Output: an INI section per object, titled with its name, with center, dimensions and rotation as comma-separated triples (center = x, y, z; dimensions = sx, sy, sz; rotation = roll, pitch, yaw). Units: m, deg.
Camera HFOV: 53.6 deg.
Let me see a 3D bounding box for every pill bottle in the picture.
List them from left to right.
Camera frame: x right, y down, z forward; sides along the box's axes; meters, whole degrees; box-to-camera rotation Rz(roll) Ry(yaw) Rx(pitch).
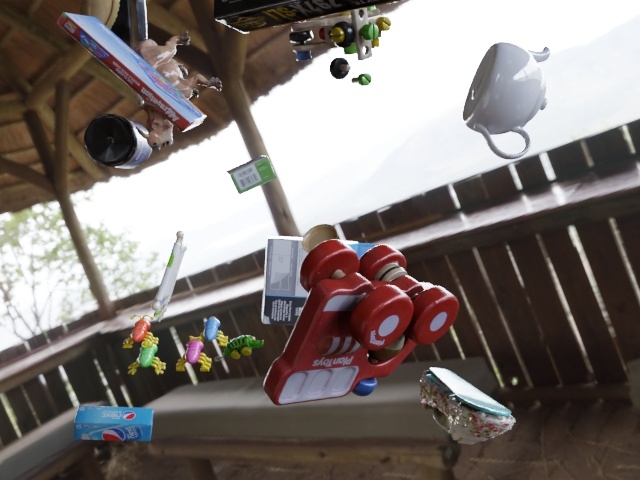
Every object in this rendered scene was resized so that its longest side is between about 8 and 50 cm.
[pill bottle]
center = -0.483, -0.238, 1.551
dimensions = 0.123, 0.122, 0.219
rotation = -22, 5, 1

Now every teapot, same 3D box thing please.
[teapot]
center = 0.491, -0.371, 1.633
dimensions = 0.187, 0.255, 0.252
rotation = 19, 29, -2

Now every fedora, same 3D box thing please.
[fedora]
center = -0.541, -0.594, 1.643
dimensions = 0.153, 0.333, 0.334
rotation = -6, -1, -18

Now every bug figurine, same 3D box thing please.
[bug figurine]
center = -0.388, 0.266, 1.677
dimensions = 0.279, 0.072, 0.216
rotation = -1, 27, -6

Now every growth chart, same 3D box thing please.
[growth chart]
center = -0.289, 0.074, 1.223
dimensions = 0.021, 0.171, 0.237
rotation = 19, -9, -8

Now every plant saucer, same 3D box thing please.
[plant saucer]
center = 0.000, 0.000, 1.387
dimensions = 0.084, 0.015, 0.083
rotation = -13, 48, 15

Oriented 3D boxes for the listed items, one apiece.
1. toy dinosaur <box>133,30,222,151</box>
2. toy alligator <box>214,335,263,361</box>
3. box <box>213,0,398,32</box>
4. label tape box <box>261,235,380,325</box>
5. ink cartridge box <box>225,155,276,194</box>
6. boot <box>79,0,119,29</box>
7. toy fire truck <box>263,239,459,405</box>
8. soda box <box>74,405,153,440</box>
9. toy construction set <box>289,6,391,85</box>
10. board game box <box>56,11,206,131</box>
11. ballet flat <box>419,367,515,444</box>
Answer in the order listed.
[toy dinosaur]
center = -0.367, -0.369, 1.439
dimensions = 0.200, 0.295, 0.127
rotation = -23, -14, -37
[toy alligator]
center = -0.251, 0.311, 1.849
dimensions = 0.190, 0.051, 0.056
rotation = -21, 27, 28
[box]
center = -0.009, -0.451, 0.893
dimensions = 0.322, 0.256, 0.079
rotation = 1, -2, 35
[label tape box]
center = 0.007, 0.117, 1.795
dimensions = 0.334, 0.240, 0.106
rotation = 3, 3, -6
[ink cartridge box]
center = -0.192, -0.180, 1.711
dimensions = 0.109, 0.062, 0.209
rotation = -26, 13, -6
[boot]
center = -0.547, -0.581, 1.344
dimensions = 0.089, 0.236, 0.270
rotation = 21, 9, 26
[toy fire truck]
center = 0.066, 0.150, 1.038
dimensions = 0.302, 0.253, 0.169
rotation = 6, 27, -45
[soda box]
center = -0.589, 0.524, 1.814
dimensions = 0.210, 0.067, 0.071
rotation = 5, 27, -11
[toy construction set]
center = 0.090, -0.551, 1.530
dimensions = 0.258, 0.308, 0.237
rotation = 4, 8, -37
[board game box]
center = -0.342, -0.312, 1.179
dimensions = 0.027, 0.281, 0.145
rotation = -46, 9, 15
[ballet flat]
center = 0.207, 0.249, 0.918
dimensions = 0.091, 0.077, 0.241
rotation = 12, 1, -8
